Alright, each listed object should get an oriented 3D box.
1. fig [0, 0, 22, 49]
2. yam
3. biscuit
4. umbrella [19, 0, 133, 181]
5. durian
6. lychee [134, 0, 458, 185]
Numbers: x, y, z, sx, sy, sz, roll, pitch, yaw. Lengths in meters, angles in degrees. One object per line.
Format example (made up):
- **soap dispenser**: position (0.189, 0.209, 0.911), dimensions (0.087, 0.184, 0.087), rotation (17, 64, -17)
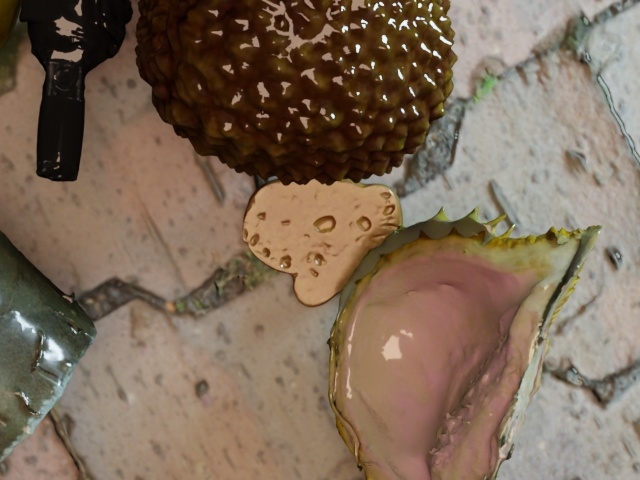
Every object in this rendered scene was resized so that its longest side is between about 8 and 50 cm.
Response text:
- **fig**: position (-0.310, -0.204, 1.185), dimensions (0.153, 0.121, 0.136), rotation (-27, 130, 10)
- **yam**: position (-0.363, 0.030, 1.155), dimensions (0.348, 0.241, 0.241), rotation (44, 91, -9)
- **biscuit**: position (0.000, 0.000, 1.275), dimensions (0.140, 0.023, 0.118), rotation (11, 95, -5)
- **umbrella**: position (-0.198, -0.214, 1.163), dimensions (0.118, 0.118, 0.340), rotation (5, 78, -4)
- **durian**: position (0.098, 0.095, 1.224), dimensions (0.195, 0.185, 0.305), rotation (21, 105, 16)
- **lychee**: position (-0.013, -0.170, 1.158), dimensions (0.267, 0.267, 0.268), rotation (0, 94, -4)
